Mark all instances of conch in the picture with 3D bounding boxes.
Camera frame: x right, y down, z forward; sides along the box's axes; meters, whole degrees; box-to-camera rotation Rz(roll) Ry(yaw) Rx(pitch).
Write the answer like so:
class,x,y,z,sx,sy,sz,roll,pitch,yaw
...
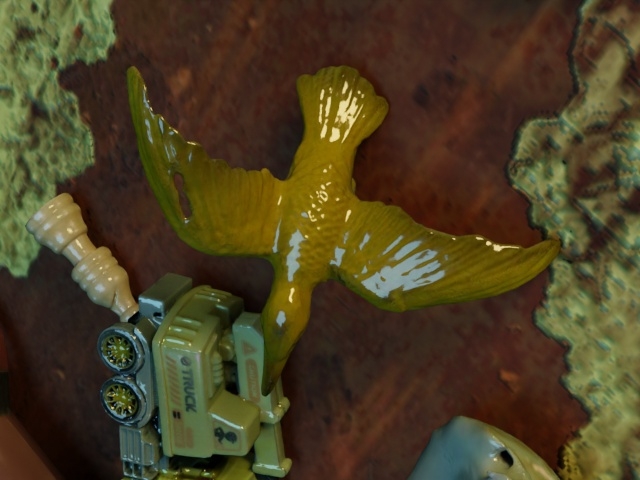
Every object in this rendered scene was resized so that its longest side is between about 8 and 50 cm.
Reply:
class,x,y,z,sx,sy,sz,roll,pitch,yaw
conch,0.084,0.174,0.699,0.116,0.106,0.173,21,104,56

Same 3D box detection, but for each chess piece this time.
class,x,y,z,sx,sy,sz,roll,pitch,yaw
chess piece,-0.139,0.016,0.848,0.092,0.035,0.035,50,131,4

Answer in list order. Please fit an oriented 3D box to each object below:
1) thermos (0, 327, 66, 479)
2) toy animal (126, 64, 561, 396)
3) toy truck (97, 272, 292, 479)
class,x,y,z,sx,sy,sz,roll,pitch,yaw
thermos,-0.288,0.094,0.945,0.330,0.109,0.136,48,131,13
toy animal,0.000,0.000,0.693,0.219,0.095,0.155,16,124,-3
toy truck,-0.069,0.106,0.807,0.100,0.077,0.169,9,113,20
